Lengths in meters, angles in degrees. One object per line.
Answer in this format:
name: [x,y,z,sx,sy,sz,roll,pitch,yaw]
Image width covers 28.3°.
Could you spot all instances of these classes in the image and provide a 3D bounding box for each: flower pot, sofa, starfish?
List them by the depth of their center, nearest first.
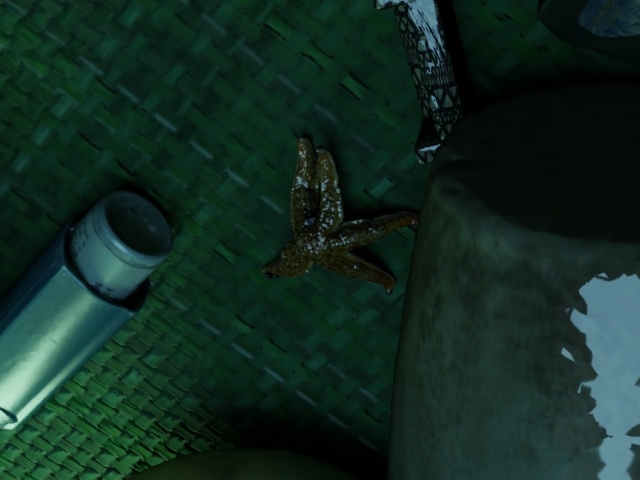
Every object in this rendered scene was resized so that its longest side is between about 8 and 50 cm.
flower pot: [0.177,0.097,0.745,0.294,0.293,0.330,4,122,12]
sofa: [0.065,-0.111,0.770,0.039,0.060,0.118,-10,120,16]
starfish: [0.000,0.004,0.878,0.133,0.041,0.130,43,124,-15]

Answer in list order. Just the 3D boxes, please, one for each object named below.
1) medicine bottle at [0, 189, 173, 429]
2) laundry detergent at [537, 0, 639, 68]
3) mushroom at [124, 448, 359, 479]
medicine bottle: [-0.218,0.051,0.944,0.124,0.079,0.258,42,123,-14]
laundry detergent: [0.242,-0.135,0.700,0.222,0.078,0.144,19,142,-3]
mushroom: [-0.075,0.343,0.956,0.325,0.353,0.353,16,128,29]
